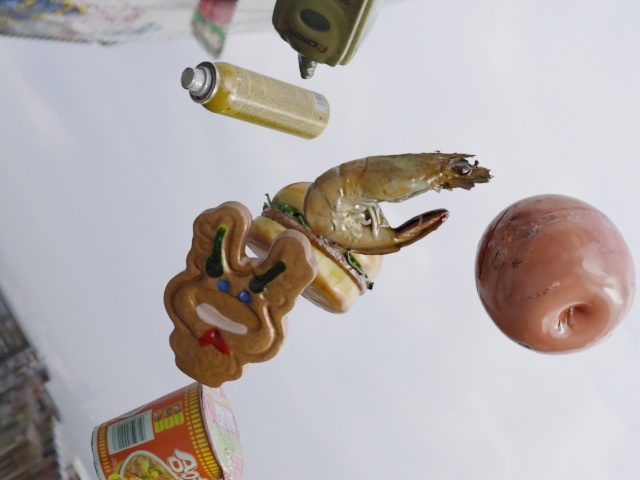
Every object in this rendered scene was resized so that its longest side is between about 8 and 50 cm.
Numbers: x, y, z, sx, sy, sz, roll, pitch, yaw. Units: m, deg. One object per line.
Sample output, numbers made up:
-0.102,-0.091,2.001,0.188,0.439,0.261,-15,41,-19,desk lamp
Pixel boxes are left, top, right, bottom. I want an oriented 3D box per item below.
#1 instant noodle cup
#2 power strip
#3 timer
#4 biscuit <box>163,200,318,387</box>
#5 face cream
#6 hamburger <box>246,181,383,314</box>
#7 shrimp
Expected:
-0.259,0.343,1.875,0.193,0.212,0.193,-18,90,-83,instant noodle cup
0.038,-0.289,0.969,0.092,0.066,0.387,29,-45,6,power strip
0.340,0.050,1.636,0.215,0.230,0.229,-111,180,-55,timer
-0.136,0.096,1.698,0.202,0.047,0.333,29,-55,3,biscuit
-0.134,-0.285,2.248,0.349,0.105,0.105,11,31,-46,face cream
-0.001,-0.001,1.865,0.246,0.170,0.246,39,-8,7,hamburger
0.095,-0.045,1.348,0.053,0.236,0.133,-74,149,-68,shrimp
